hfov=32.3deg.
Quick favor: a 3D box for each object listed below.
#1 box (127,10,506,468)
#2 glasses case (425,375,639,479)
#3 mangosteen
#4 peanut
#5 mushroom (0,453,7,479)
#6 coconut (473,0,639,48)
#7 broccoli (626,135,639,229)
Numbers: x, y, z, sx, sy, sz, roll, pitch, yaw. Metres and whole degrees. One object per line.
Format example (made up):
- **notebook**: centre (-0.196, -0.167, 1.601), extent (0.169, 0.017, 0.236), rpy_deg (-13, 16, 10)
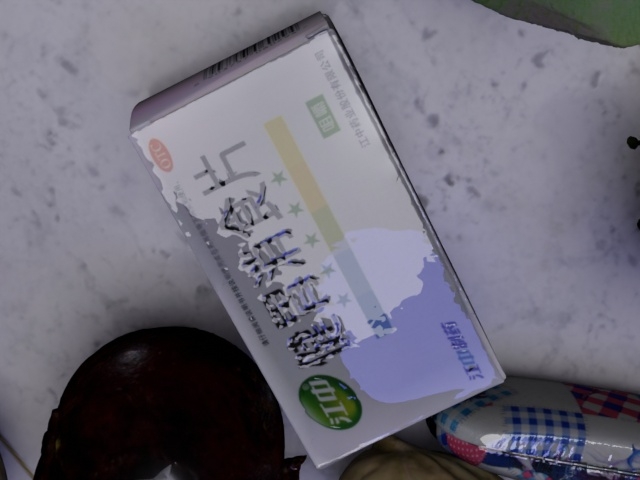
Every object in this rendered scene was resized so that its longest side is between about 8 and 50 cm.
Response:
- **box**: centre (0.002, 0.002, 0.894), extent (0.173, 0.145, 0.332), rpy_deg (-26, 106, 6)
- **glasses case**: centre (0.253, 0.176, 0.965), extent (0.328, 0.125, 0.076), rpy_deg (10, 105, -6)
- **mangosteen**: centre (-0.097, 0.196, 0.894), extent (0.261, 0.235, 0.235), rpy_deg (18, 103, -14)
- **peanut**: centre (0.120, 0.296, 0.984), extent (0.159, 0.143, 0.291), rpy_deg (-22, 111, -6)
- **mushroom**: centre (-0.376, 0.216, 0.911), extent (0.226, 0.178, 0.226), rpy_deg (1, 113, 2)
- **coconut**: centre (0.168, -0.283, 0.733), extent (0.281, 0.328, 0.328), rpy_deg (-33, 105, 8)
- **broccoli**: centre (0.386, -0.038, 0.809), extent (0.293, 0.348, 0.280), rpy_deg (-4, 95, -8)
